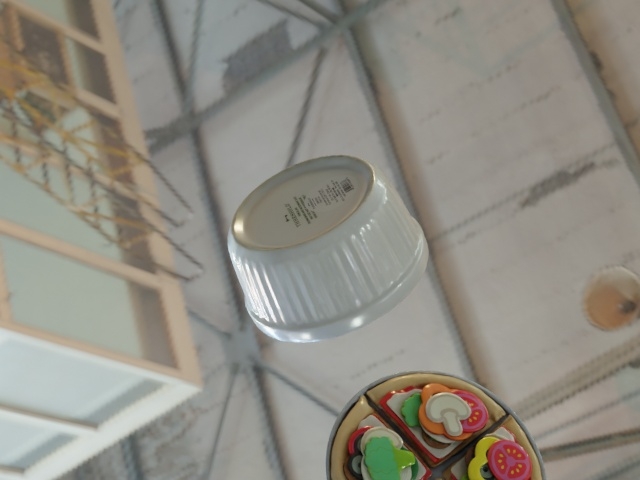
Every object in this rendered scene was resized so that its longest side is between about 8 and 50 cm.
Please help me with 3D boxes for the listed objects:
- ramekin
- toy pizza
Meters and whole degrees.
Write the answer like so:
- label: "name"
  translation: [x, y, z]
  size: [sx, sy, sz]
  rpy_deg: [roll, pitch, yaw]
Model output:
- label: "ramekin"
  translation: [0.000, 0.000, 1.439]
  size: [0.207, 0.109, 0.207]
  rpy_deg: [-19, -149, 12]
- label: "toy pizza"
  translation: [0.104, 0.199, 1.178]
  size: [0.032, 0.201, 0.201]
  rpy_deg: [112, -31, -56]
